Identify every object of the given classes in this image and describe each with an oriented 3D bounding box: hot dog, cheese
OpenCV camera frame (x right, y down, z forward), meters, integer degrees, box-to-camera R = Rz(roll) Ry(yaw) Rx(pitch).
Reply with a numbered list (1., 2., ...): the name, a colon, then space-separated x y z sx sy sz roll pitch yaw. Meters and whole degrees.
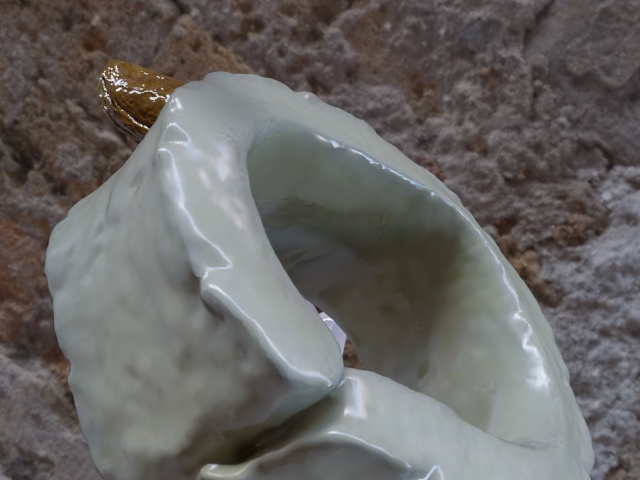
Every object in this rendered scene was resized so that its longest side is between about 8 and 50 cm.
1. hot dog: -0.269 -0.229 1.270 0.272 0.122 0.196 19 19 9
2. cheese: 0.007 0.059 0.450 0.332 0.153 0.292 24 38 -33

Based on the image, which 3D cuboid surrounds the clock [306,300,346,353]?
1. clock: -0.169 0.145 1.139 0.325 0.184 0.342 23 17 39
